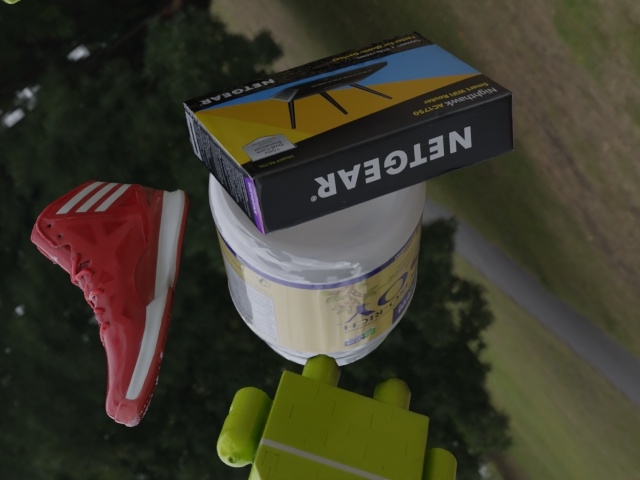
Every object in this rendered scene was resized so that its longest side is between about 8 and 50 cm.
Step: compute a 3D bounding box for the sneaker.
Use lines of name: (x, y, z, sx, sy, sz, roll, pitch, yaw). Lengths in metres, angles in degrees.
sneaker: (-0.190, 0.047, 0.991, 0.087, 0.128, 0.221, 112, 167, -54)

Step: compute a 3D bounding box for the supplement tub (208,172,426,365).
supplement tub: (0.000, 0.000, 1.400, 0.241, 0.241, 0.331, 52, 165, 23)

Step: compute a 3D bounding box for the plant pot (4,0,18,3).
plant pot: (-0.277, -0.379, 1.031, 0.228, 0.227, 0.207, 41, 169, 51)

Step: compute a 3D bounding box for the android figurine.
android figurine: (0.019, 0.224, 1.183, 0.248, 0.056, 0.273, 18, -148, -2)

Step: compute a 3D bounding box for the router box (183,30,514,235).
router box: (0.017, -0.075, 0.761, 0.133, 0.179, 0.046, -133, 28, -53)
